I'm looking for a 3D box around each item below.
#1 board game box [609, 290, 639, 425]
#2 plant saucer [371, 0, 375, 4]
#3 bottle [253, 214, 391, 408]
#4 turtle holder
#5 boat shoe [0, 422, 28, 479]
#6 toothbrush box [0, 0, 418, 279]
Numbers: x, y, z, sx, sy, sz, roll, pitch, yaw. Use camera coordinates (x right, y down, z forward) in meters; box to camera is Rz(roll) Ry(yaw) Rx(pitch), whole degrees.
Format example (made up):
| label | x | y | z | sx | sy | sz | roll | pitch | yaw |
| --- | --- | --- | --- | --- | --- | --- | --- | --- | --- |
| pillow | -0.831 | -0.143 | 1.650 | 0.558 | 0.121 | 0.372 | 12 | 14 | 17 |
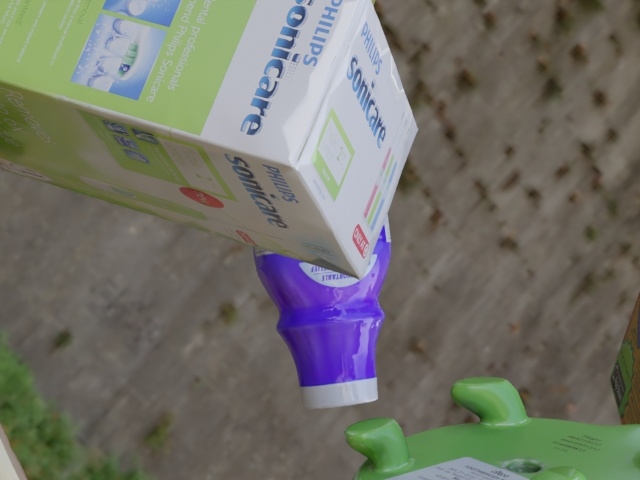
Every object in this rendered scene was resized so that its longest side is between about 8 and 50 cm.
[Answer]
| label | x | y | z | sx | sy | sz | roll | pitch | yaw |
| --- | --- | --- | --- | --- | --- | --- | --- | --- | --- |
| board game box | 0.522 | 0.101 | 1.488 | 0.356 | 0.356 | 0.356 | 13 | 21 | -2 |
| plant saucer | -0.029 | -0.189 | 1.271 | 0.045 | 0.188 | 0.188 | 41 | -49 | -23 |
| bottle | 0.000 | 0.000 | 1.309 | 0.092 | 0.118 | 0.283 | 164 | -79 | -73 |
| turtle holder | 0.156 | 0.234 | 1.137 | 0.243 | 0.227 | 0.320 | 5 | 12 | 22 |
| boat shoe | -0.162 | 0.155 | 0.595 | 0.121 | 0.110 | 0.341 | 3 | -65 | 58 |
| toothbrush box | -0.100 | -0.096 | 0.969 | 0.283 | 0.122 | 0.206 | 16 | -15 | 16 |
